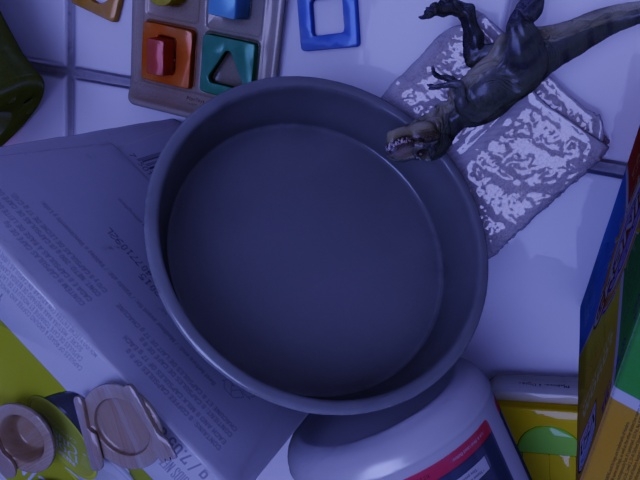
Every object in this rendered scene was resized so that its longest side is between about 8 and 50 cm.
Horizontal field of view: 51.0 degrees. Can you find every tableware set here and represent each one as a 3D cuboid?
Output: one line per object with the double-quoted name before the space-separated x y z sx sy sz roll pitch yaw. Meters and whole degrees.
"tableware set" -0.168 0.170 0.474 0.168 0.020 0.141 -9 104 21

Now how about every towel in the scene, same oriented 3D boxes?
"towel" 0.116 -0.060 0.657 0.187 0.049 0.282 44 116 6

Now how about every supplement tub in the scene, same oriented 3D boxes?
"supplement tub" 0.105 0.259 0.597 0.191 0.191 0.272 -22 96 25

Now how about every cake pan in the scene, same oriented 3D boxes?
"cake pan" 0.000 0.000 0.563 0.293 0.293 0.054 47 151 3

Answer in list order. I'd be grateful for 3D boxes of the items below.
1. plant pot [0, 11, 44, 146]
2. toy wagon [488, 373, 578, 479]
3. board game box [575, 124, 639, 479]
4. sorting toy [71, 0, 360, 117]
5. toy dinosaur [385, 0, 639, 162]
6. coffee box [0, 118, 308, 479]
"plant pot" -0.506 -0.228 0.714 0.366 0.366 0.353 -35 103 26
"toy wagon" 0.249 0.307 0.699 0.267 0.068 0.345 -1 104 22
"board game box" 0.249 0.006 0.476 0.064 0.316 0.243 16 110 17
"sorting toy" -0.130 -0.224 0.706 0.347 0.047 0.196 16 110 17
"toy dinosaur" 0.158 -0.168 0.561 0.268 0.064 0.118 -29 95 12
"coffee box" -0.211 0.124 0.675 0.338 0.338 0.334 46 116 4
